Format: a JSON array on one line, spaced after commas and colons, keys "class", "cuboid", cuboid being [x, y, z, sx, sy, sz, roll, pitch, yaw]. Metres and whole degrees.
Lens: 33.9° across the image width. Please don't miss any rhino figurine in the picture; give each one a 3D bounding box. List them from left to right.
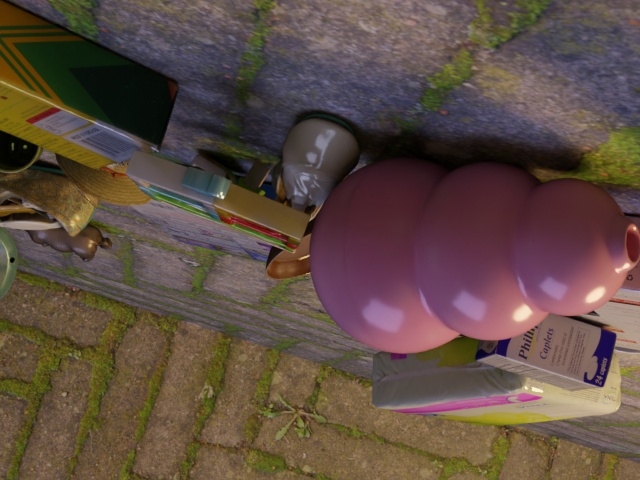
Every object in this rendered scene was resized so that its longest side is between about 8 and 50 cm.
[{"class": "rhino figurine", "cuboid": [-0.542, -0.023, 2.088, 0.243, 0.073, 0.106, 18, 169, 1]}]

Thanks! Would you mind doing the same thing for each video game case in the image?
[{"class": "video game case", "cuboid": [-0.129, -0.033, 1.518, 0.270, 0.061, 0.244, 13, 166, 19]}]

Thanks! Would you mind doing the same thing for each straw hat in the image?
[{"class": "straw hat", "cuboid": [-0.254, -0.113, 1.314, 0.144, 0.144, 0.061, 23, 128, -27]}]

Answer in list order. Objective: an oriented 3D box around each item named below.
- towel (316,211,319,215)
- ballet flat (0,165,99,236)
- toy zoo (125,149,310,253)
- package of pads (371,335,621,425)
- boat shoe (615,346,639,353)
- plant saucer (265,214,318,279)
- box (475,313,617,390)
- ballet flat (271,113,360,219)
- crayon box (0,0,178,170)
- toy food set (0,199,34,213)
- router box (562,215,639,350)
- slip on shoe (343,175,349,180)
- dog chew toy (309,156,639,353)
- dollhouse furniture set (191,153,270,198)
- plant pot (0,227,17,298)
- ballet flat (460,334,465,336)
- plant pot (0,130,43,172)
[{"class": "towel", "cuboid": [-0.007, -0.038, 1.376, 0.060, 0.009, 0.083, -31, 159, 6]}, {"class": "ballet flat", "cuboid": [-0.530, -0.085, 1.695, 0.349, 0.123, 0.123, 15, 168, 7]}, {"class": "toy zoo", "cuboid": [-0.108, -0.039, 1.154, 0.192, 0.030, 0.293, 21, 176, -2]}, {"class": "package of pads", "cuboid": [0.255, 0.205, 1.525, 0.229, 0.101, 0.297, 16, 159, -37]}, {"class": "boat shoe", "cuboid": [0.365, 0.105, 1.440, 0.229, 0.080, 0.076, 11, 173, 28]}, {"class": "plant saucer", "cuboid": [0.000, 0.000, 1.385, 0.168, 0.029, 0.168, -23, 162, -8]}, {"class": "box", "cuboid": [0.274, 0.131, 1.292, 0.137, 0.072, 0.126, 17, 169, 0]}, {"class": "ballet flat", "cuboid": [-0.012, -0.067, 1.165, 0.086, 0.086, 0.248, 18, 167, -4]}, {"class": "crayon box", "cuboid": [-0.335, -0.178, 1.101, 0.319, 0.081, 0.202, 23, 166, -29]}, {"class": "toy food set", "cuboid": [-0.564, -0.084, 1.888, 0.128, 0.071, 0.218, -4, 179, -24]}, {"class": "router box", "cuboid": [0.382, 0.059, 1.197, 0.335, 0.082, 0.301, 8, 165, 36]}, {"class": "slip on shoe", "cuboid": [0.055, -0.048, 1.251, 0.135, 0.041, 0.051, 8, 165, 34]}, {"class": "dog chew toy", "cuboid": [0.153, 0.011, 1.050, 0.332, 0.206, 0.207, -4, 158, 37]}, {"class": "dollhouse furniture set", "cuboid": [-0.085, -0.082, 1.335, 0.152, 0.058, 0.076, 33, -178, 22]}, {"class": "plant pot", "cuboid": [-0.735, 0.025, 2.038, 0.255, 0.271, 0.272, 13, 168, 37]}, {"class": "ballet flat", "cuboid": [0.193, 0.074, 1.509, 0.124, 0.116, 0.342, 30, -177, 39]}, {"class": "plant pot", "cuboid": [-0.418, -0.132, 1.449, 0.083, 0.083, 0.079, 17, 179, 0]}]
